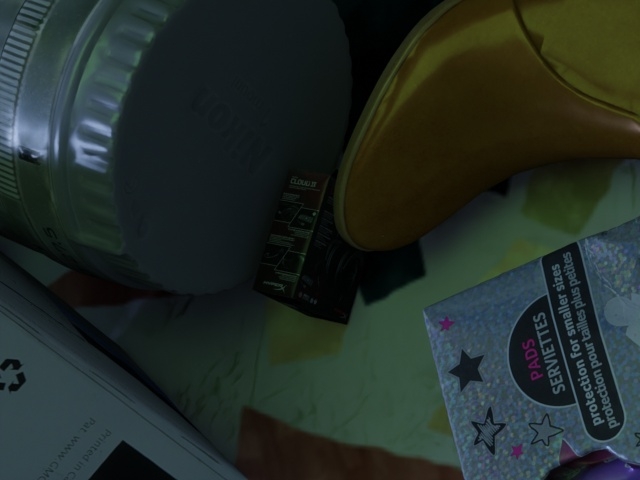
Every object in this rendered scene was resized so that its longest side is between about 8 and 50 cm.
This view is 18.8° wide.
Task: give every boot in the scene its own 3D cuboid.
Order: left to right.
[{"bbox_3d":[0.158,-0.069,1.024,0.295,0.104,0.211,-51,54,2],"label":"boot"}]

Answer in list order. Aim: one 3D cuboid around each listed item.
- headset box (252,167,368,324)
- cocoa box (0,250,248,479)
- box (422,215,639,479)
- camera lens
[{"bbox_3d":[0.000,0.000,1.127,0.032,0.062,0.083,12,80,35],"label":"headset box"},{"bbox_3d":[-0.261,0.166,1.074,0.347,0.231,0.228,-49,33,-2],"label":"cocoa box"},{"bbox_3d":[0.163,0.135,0.909,0.142,0.163,0.247,-26,61,22],"label":"box"},{"bbox_3d":[-0.147,-0.102,1.161,0.274,0.219,0.219,22,86,36],"label":"camera lens"}]
